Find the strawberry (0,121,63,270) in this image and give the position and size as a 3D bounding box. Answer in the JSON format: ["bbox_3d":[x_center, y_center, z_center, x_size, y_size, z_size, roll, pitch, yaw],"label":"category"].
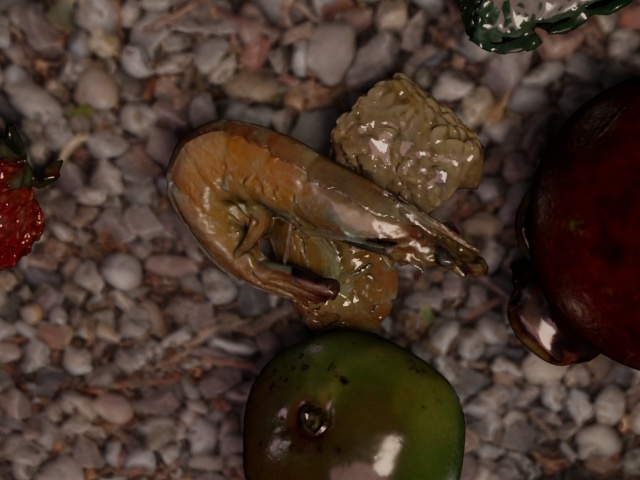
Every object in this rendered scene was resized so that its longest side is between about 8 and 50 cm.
[{"bbox_3d":[-0.299,-0.024,0.907,0.192,0.085,0.140,2,114,5],"label":"strawberry"}]

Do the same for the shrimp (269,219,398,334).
[{"bbox_3d":[0.000,0.000,0.920,0.091,0.043,0.184,-27,114,6],"label":"shrimp"}]

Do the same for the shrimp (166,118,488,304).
[{"bbox_3d":[-0.001,-0.006,0.860,0.251,0.052,0.144,24,132,16],"label":"shrimp"}]

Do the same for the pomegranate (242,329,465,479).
[{"bbox_3d":[0.039,0.164,0.924,0.180,0.180,0.209,-37,143,16],"label":"pomegranate"}]

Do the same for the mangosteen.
[{"bbox_3d":[0.227,0.002,0.827,0.215,0.215,0.257,44,136,-12],"label":"mangosteen"}]

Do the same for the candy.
[{"bbox_3d":[0.064,-0.064,0.871,0.110,0.085,0.095,45,100,-1],"label":"candy"}]

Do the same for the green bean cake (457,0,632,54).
[{"bbox_3d":[0.156,-0.252,0.772,0.193,0.107,0.208,-20,108,15],"label":"green bean cake"}]
